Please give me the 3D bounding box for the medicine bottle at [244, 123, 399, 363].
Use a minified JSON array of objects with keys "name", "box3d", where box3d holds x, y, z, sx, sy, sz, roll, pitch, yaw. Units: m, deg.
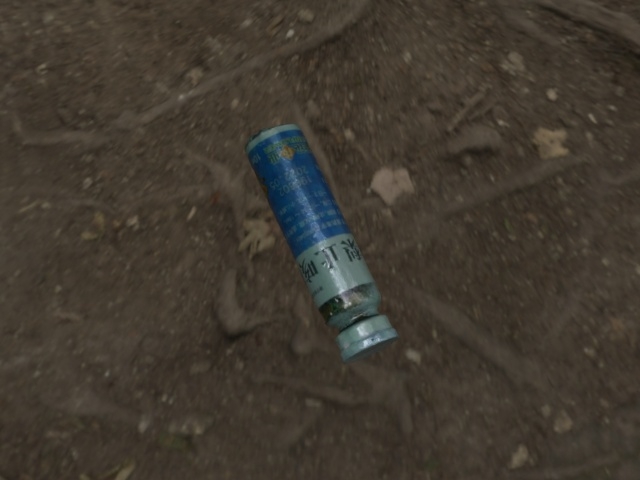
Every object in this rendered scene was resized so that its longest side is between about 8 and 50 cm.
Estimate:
[{"name":"medicine bottle","box3d":[0.000,0.000,0.811,0.051,0.051,0.191,-28,74,8]}]
